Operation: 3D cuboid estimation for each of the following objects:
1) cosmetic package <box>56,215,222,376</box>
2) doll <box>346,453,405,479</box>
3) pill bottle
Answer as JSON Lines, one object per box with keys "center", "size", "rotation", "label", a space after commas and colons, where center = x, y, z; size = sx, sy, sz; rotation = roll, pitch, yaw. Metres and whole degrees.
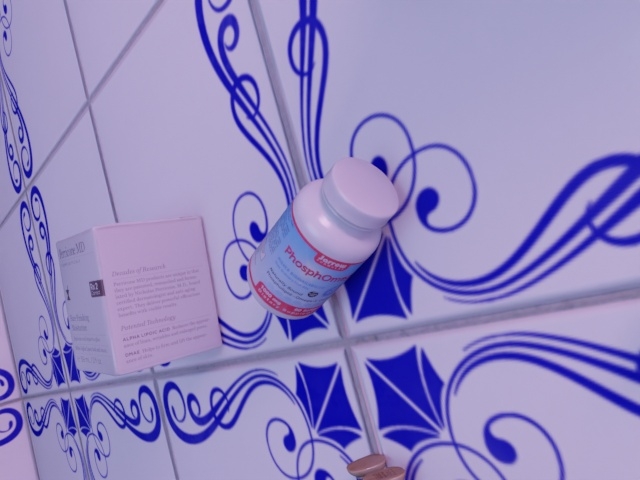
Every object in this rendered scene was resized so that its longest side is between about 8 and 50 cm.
{"center": [-0.247, 0.072, 0.761], "size": [0.151, 0.152, 0.183], "rotation": [-11, 89, 48], "label": "cosmetic package"}
{"center": [0.072, 0.307, 0.524], "size": [0.129, 0.046, 0.188], "rotation": [170, 87, -69], "label": "doll"}
{"center": [0.000, 0.000, 0.518], "size": [0.160, 0.087, 0.087], "rotation": [-50, 61, 42], "label": "pill bottle"}
